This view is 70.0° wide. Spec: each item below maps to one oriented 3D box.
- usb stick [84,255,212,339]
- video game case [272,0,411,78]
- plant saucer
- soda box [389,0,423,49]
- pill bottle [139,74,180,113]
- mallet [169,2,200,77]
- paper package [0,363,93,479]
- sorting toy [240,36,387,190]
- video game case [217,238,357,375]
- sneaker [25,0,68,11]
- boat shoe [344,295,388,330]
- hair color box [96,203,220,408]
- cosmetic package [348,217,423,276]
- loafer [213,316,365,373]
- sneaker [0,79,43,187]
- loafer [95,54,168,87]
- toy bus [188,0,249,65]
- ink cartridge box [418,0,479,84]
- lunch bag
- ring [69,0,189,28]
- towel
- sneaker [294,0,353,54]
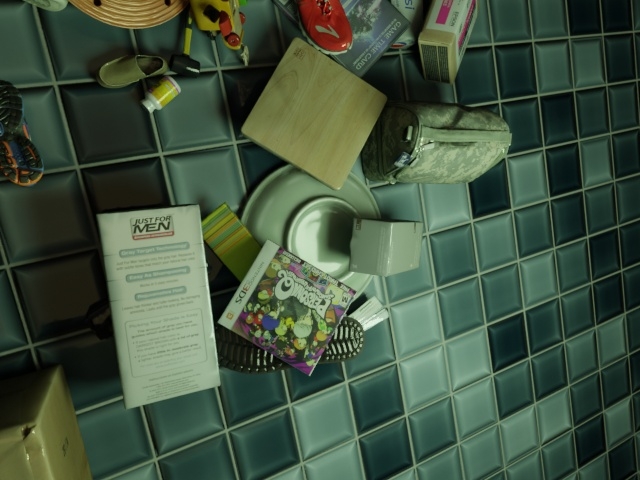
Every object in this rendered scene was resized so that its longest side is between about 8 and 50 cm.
[{"bbox_3d":[-0.365,0.110,0.991,0.278,0.045,0.077,-35,114,-18],"label":"usb stick"},{"bbox_3d":[0.052,-0.540,1.083,0.274,0.026,0.196,43,86,-5],"label":"video game case"},{"bbox_3d":[0.000,0.000,1.118,0.400,0.100,0.401,-2,95,-24],"label":"plant saucer"},{"bbox_3d":[0.196,-0.645,1.158,0.098,0.091,0.287,-5,96,-22],"label":"soda box"},{"bbox_3d":[-0.340,-0.308,0.968,0.083,0.043,0.043,-47,111,-14],"label":"pill bottle"},{"bbox_3d":[-0.279,-0.447,0.993,0.062,0.039,0.190,15,82,-33],"label":"mallet"},{"bbox_3d":[-0.519,0.416,0.790,0.168,0.324,0.310,-13,99,-23],"label":"paper package"},{"bbox_3d":[-0.017,-0.284,1.070,0.255,0.089,0.257,30,80,-11],"label":"sorting toy"},{"bbox_3d":[-0.070,0.143,0.995,0.232,0.042,0.210,31,86,-1],"label":"video game case"},{"bbox_3d":[-0.611,-0.548,0.785,0.349,0.131,0.148,17,89,-34],"label":"sneaker"},{"bbox_3d":[0.068,0.223,1.189,0.226,0.083,0.076,-28,78,-20],"label":"boat shoe"},{"bbox_3d":[-0.324,0.121,0.922,0.185,0.113,0.375,-8,98,-23],"label":"hair color box"},{"bbox_3d":[0.163,0.011,1.100,0.238,0.107,0.127,-9,104,-63],"label":"cosmetic package"},{"bbox_3d":[-0.084,0.236,1.075,0.365,0.130,0.134,3,85,-4],"label":"loafer"},{"bbox_3d":[-0.582,-0.195,0.850,0.083,0.087,0.221,-16,83,-32],"label":"sneaker"},{"bbox_3d":[-0.386,-0.355,0.940,0.148,0.050,0.056,-27,103,-21],"label":"loafer"},{"bbox_3d":[-0.222,-0.486,0.957,0.104,0.191,0.202,1,99,3],"label":"toy bus"},{"bbox_3d":[0.334,-0.557,1.175,0.088,0.193,0.235,19,86,19],"label":"ink cartridge box"},{"bbox_3d":[0.277,-0.247,1.137,0.304,0.256,0.213,-4,96,-24],"label":"lunch bag"},{"bbox_3d":[-0.368,-0.578,0.847,0.336,0.032,0.337,-24,131,-31],"label":"ring"},{"bbox_3d":[-0.176,0.032,1.040,0.102,0.021,0.237,-35,100,20],"label":"towel"},{"bbox_3d":[-0.013,-0.545,1.003,0.107,0.118,0.279,-27,92,-4],"label":"sneaker"}]
